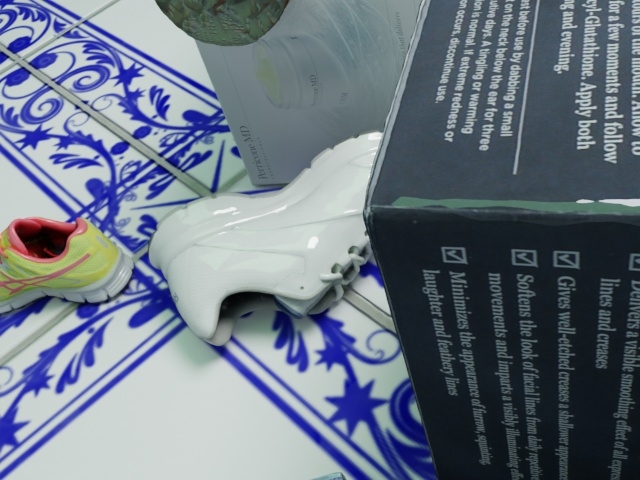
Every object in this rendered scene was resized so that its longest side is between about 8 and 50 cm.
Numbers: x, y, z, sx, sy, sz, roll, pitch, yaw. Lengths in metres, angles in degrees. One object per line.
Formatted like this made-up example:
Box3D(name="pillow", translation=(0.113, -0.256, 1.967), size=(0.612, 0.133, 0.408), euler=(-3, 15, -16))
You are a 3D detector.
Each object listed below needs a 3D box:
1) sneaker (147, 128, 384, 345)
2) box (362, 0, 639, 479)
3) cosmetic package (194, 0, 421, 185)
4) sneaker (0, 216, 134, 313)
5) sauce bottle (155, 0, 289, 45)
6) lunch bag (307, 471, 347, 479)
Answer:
Box3D(name="sneaker", translation=(0.000, 0.000, 0.683), size=(0.297, 0.111, 0.129), euler=(-25, 62, 0))
Box3D(name="box", translation=(0.257, 0.012, 0.440), size=(0.395, 0.293, 0.212), euler=(3, 50, 19))
Box3D(name="cosmetic package", translation=(0.018, -0.180, 0.738), size=(0.225, 0.224, 0.138), euler=(-1, 48, 17))
Box3D(name="sneaker", translation=(-0.295, 0.013, 0.750), size=(0.209, 0.094, 0.081), euler=(-8, 48, 12))
Box3D(name="sauce bottle", translation=(-0.043, -0.303, 0.637), size=(0.111, 0.111, 0.344), euler=(-1, 48, 16))
Box3D(name="lunch bag", translation=(-0.014, 0.206, 0.515), size=(0.083, 0.053, 0.071), euler=(-19, 44, 12))
